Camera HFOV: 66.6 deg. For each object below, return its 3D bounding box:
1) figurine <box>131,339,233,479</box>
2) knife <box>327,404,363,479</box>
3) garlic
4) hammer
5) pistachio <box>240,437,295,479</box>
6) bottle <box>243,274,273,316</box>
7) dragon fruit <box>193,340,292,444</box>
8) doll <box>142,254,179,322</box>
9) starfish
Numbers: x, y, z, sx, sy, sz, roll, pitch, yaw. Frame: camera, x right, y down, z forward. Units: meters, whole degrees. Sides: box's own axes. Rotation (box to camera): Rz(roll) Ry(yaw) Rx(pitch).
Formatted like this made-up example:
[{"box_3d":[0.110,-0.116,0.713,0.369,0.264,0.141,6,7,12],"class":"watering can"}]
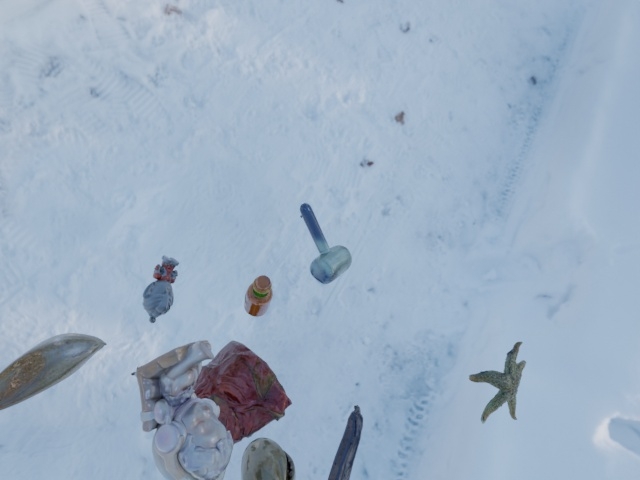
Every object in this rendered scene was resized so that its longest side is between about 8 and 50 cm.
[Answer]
[{"box_3d":[-0.203,0.286,0.773,0.141,0.162,0.236,-22,76,11],"class":"figurine"},{"box_3d":[0.026,0.234,0.512,0.031,0.018,0.121,44,60,-44],"class":"knife"},{"box_3d":[-0.723,0.328,1.264,0.318,0.143,0.112,-37,125,-13],"class":"garlic"},{"box_3d":[0.000,0.000,1.154,0.116,0.070,0.193,-32,99,-48],"class":"hammer"},{"box_3d":[-0.100,0.439,0.910,0.113,0.149,0.113,-5,106,-18],"class":"pistachio"},{"box_3d":[-0.151,0.134,1.213,0.069,0.187,0.069,6,64,-12],"class":"bottle"},{"box_3d":[-0.244,0.505,1.417,0.330,0.302,0.240,-50,128,-19],"class":"dragon fruit"},{"box_3d":[-0.418,0.129,1.280,0.094,0.079,0.180,31,66,-48],"class":"doll"},{"box_3d":[0.434,0.346,1.139,0.208,0.053,0.175,-33,112,-23],"class":"starfish"}]
